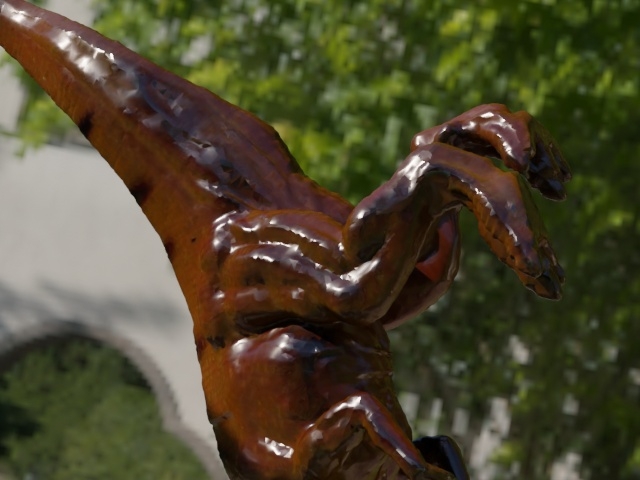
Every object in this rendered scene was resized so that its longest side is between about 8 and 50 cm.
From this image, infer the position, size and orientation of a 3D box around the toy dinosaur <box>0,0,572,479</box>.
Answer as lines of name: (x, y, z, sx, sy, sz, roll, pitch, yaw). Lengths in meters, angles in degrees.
toy dinosaur: (0.000, 0.000, 0.798, 0.208, 0.432, 0.097, -29, -25, 12)
